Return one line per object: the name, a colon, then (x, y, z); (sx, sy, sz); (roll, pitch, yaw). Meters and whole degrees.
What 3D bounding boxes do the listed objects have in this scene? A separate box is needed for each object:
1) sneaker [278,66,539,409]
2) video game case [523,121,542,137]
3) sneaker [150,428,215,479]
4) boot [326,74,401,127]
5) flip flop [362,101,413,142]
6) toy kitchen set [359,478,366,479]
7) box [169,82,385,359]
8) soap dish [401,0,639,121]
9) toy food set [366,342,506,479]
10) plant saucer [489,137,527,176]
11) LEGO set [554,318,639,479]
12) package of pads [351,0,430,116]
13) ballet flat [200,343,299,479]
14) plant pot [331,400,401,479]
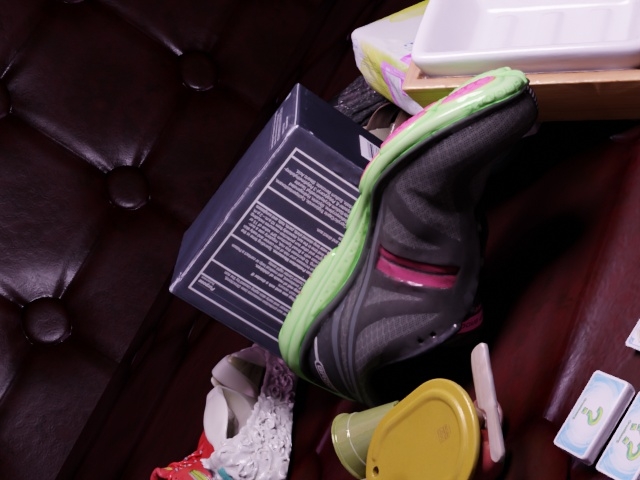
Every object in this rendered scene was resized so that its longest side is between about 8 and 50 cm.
sneaker: (0.126, 0.011, 1.159); (0.185, 0.202, 0.482); (-38, -19, -49)
video game case: (0.190, -0.138, 1.328); (0.201, 0.023, 0.183); (-15, 13, 22)
sneaker: (-0.205, 0.375, 1.620); (0.107, 0.118, 0.279); (-42, 21, 42)
boot: (0.138, -0.256, 1.806); (0.260, 0.131, 0.348); (-32, 4, 25)
flip flop: (0.108, -0.173, 1.605); (0.112, 0.277, 0.080); (-109, 7, -49)
toy kitchen set: (0.024, 0.315, 1.144); (0.075, 0.083, 0.068); (-45, 60, 37)
box: (0.000, 0.000, 1.409); (0.294, 0.296, 0.182); (-51, 17, 21)
soap dish: (0.263, -0.238, 1.197); (0.291, 0.118, 0.229); (2, 49, 24)
toy food set: (0.134, 0.209, 1.032); (0.218, 0.071, 0.128); (-46, 42, 41)
plant saucer: (0.251, -0.130, 1.423); (0.119, 0.021, 0.119); (-51, 16, 21)
LEGO set: (0.286, 0.081, 0.822); (0.244, 0.060, 0.182); (-57, 19, -4)
package of pads: (0.190, -0.267, 1.465); (0.229, 0.101, 0.296); (-23, 26, -7)
ballet flat: (-0.106, 0.242, 1.567); (0.147, 0.147, 0.409); (-51, 15, 19)
plant pot: (0.069, 0.222, 1.183); (0.079, 0.083, 0.083); (-34, 25, 30)
